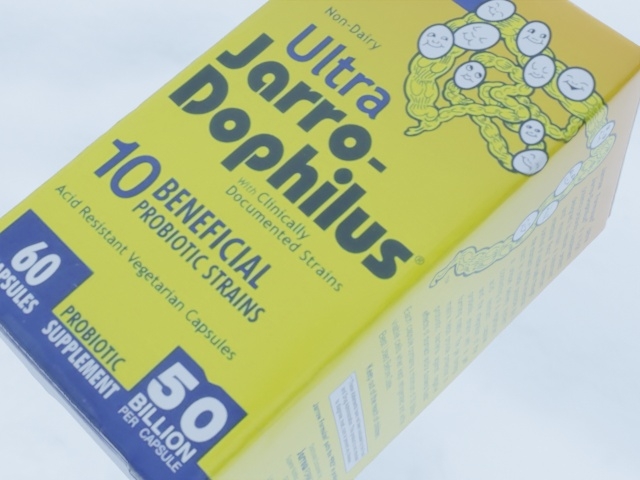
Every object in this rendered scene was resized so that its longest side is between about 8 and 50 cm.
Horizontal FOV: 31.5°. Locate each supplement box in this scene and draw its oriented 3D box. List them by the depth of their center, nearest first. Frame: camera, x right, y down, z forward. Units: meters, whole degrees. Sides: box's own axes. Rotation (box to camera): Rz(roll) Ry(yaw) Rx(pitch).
[{"bbox_3d":[0.000,0.000,0.686,0.356,0.195,0.194,-43,66,-16],"label":"supplement box"}]
